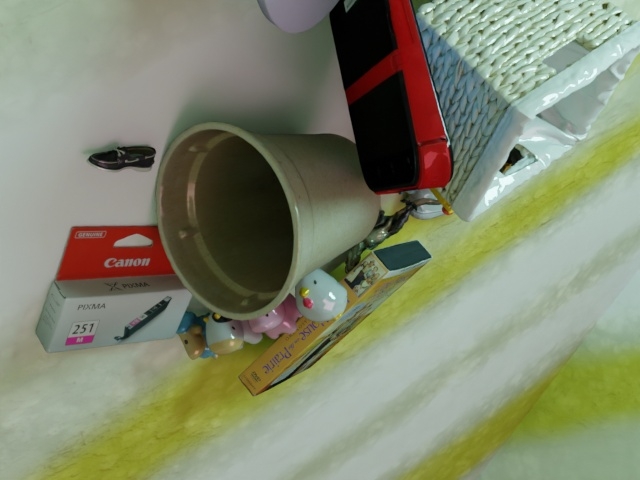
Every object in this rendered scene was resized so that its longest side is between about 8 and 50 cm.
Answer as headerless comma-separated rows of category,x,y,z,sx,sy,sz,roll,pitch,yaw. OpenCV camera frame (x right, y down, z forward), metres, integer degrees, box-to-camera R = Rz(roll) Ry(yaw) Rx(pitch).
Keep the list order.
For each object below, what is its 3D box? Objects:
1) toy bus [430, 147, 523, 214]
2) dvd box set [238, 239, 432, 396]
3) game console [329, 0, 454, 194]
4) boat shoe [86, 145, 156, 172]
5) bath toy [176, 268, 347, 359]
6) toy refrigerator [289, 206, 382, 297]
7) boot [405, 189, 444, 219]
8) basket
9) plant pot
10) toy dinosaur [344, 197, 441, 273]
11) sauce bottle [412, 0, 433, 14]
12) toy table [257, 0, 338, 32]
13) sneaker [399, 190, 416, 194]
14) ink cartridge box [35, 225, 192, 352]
toy bus,0.312,-0.146,1.743,0.220,0.149,0.211,-24,151,-22
dvd box set,0.040,0.164,1.904,0.420,0.062,0.308,-44,167,20
game console,0.101,-0.241,1.342,0.060,0.386,0.341,-12,93,-9
boat shoe,-0.320,-0.135,1.403,0.125,0.046,0.038,-2,128,-47
bath toy,-0.116,0.139,1.699,0.348,0.151,0.129,-21,115,25
toy refrigerator,0.000,0.000,1.811,0.270,0.102,0.094,-38,145,-8
boot,0.319,-0.131,1.996,0.258,0.095,0.123,-18,144,-30
basket,0.317,-0.267,1.498,0.328,0.266,0.331,-34,160,-24
plant pot,-0.067,-0.063,1.533,0.305,0.334,0.333,-20,140,-48
toy dinosaur,0.144,-0.039,1.773,0.268,0.064,0.118,-34,159,-13
sauce bottle,0.177,-0.423,1.453,0.111,0.111,0.344,-11,148,-38
toy table,-0.048,-0.460,1.241,0.252,0.161,0.274,2,124,-45
sneaker,0.239,-0.199,1.832,0.319,0.127,0.208,-6,131,-33
ink cartridge box,-0.354,0.086,1.585,0.275,0.060,0.238,-2,128,-44
